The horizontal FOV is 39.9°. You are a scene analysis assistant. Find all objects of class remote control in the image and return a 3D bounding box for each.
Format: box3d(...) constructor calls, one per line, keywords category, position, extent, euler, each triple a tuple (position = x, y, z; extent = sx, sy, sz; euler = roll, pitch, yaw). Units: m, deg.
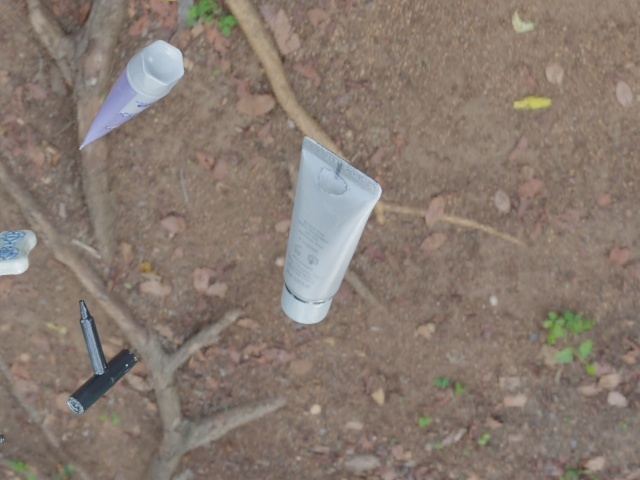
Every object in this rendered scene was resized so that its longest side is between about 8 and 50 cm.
box3d(category="remote control", position=(-0.534, 0.019, 1.520), extent=(0.074, 0.122, 0.032), euler=(-6, 119, -6))

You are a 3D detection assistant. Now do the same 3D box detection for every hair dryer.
box3d(category="hair dryer", position=(-0.473, 0.226, 1.793), extent=(0.050, 0.173, 0.195), euler=(-5, 118, 34))

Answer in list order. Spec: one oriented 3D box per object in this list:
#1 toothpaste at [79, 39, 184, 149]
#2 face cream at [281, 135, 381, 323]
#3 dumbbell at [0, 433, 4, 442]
box3d(category="toothpaste", position=(-0.338, -0.252, 1.538), extent=(0.080, 0.125, 0.371), euler=(42, 153, -18))
box3d(category="face cream", position=(0.000, 0.000, 1.326), extent=(0.143, 0.089, 0.314), euler=(37, 140, 22))
box3d(category="dumbbell", position=(-0.621, 0.324, 1.431), extent=(0.208, 0.099, 0.099), euler=(7, 134, -35))
